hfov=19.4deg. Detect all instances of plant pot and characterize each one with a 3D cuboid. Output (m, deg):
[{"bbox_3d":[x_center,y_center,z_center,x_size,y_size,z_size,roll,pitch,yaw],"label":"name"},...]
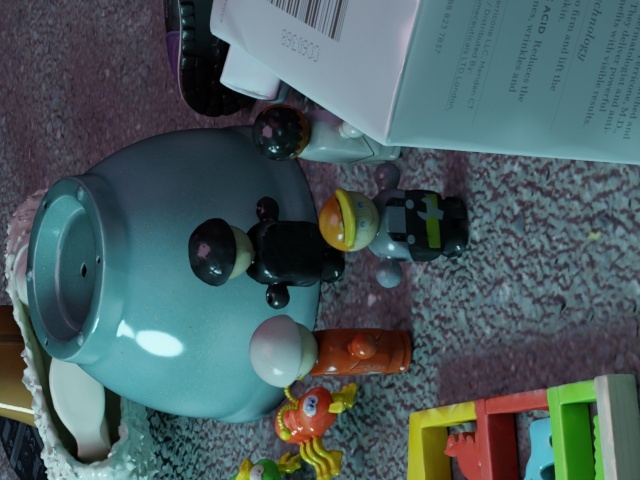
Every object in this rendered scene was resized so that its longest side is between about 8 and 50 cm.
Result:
[{"bbox_3d":[-0.159,0.030,1.781,0.293,0.196,0.293,-4,85,57],"label":"plant pot"}]

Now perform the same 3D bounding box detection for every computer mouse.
[{"bbox_3d":[-0.299,0.295,2.120,0.262,0.060,0.184,49,135,43],"label":"computer mouse"}]

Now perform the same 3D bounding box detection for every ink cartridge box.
[{"bbox_3d":[-0.026,-0.237,1.647,0.189,0.066,0.232,-51,-18,-86],"label":"ink cartridge box"}]

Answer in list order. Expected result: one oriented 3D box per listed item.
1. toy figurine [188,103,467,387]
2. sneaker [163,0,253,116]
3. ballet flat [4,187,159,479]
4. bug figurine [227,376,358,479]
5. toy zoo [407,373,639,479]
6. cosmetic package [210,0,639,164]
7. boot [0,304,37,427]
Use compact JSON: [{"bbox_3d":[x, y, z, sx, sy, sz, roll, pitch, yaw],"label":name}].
[{"bbox_3d":[0.000,0.000,1.575,0.213,0.148,0.210,59,135,42],"label":"toy figurine"},{"bbox_3d":[-0.113,-0.270,1.791,0.124,0.107,0.283,-126,38,-53],"label":"sneaker"},{"bbox_3d":[-0.248,0.094,1.934,0.147,0.147,0.409,-49,48,44],"label":"ballet flat"},{"bbox_3d":[-0.048,0.255,1.622,0.216,0.072,0.279,136,150,-57],"label":"bug figurine"},{"bbox_3d":[0.144,0.216,1.442,0.293,0.030,0.192,-18,73,55],"label":"toy zoo"},{"bbox_3d":[0.156,-0.146,1.122,0.217,0.385,0.156,36,119,50],"label":"cosmetic package"},{"bbox_3d":[-0.330,0.164,2.016,0.283,0.220,0.109,59,134,41],"label":"boot"}]
